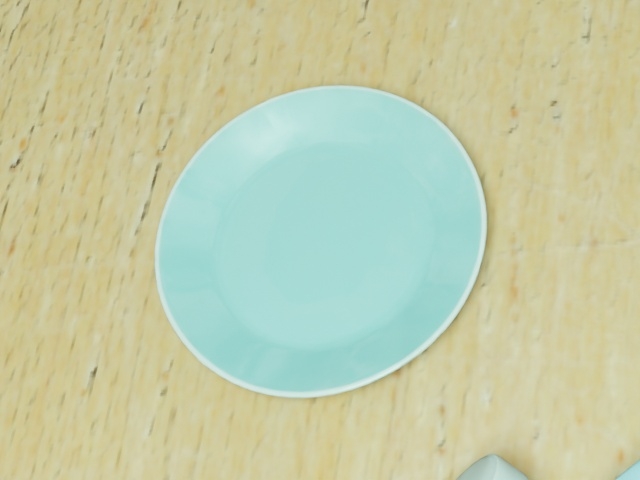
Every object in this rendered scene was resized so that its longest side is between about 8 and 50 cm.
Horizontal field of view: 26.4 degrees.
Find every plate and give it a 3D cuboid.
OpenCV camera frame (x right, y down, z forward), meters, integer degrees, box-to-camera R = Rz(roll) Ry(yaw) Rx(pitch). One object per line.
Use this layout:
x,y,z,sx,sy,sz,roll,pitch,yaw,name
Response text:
0.000,0.000,0.755,0.188,0.024,0.188,-7,64,14,plate

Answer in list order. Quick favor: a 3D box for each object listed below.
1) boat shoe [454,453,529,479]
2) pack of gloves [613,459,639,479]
0.055,0.234,0.577,0.102,0.108,0.301,30,50,-7,boat shoe
0.205,0.137,0.565,0.195,0.046,0.232,45,110,31,pack of gloves
